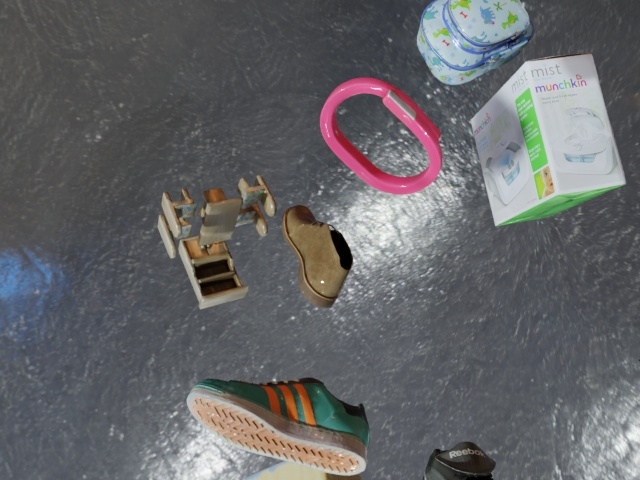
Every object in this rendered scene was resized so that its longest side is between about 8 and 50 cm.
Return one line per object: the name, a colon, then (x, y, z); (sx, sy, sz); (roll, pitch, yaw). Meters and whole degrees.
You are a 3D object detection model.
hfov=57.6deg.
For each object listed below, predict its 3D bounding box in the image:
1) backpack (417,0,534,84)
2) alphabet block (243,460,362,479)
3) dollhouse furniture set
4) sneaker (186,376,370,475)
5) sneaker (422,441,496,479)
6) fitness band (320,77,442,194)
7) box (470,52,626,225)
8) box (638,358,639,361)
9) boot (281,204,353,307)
backpack: (0.174, -0.246, 0.673); (0.114, 0.084, 0.105); (-30, 83, -1)
alphabet block: (-0.017, 0.540, 1.096); (0.192, 0.193, 0.197); (-27, 42, 14)
dollhouse furniture set: (-0.213, 0.009, 1.224); (0.161, 0.212, 0.242); (62, 148, 24)
sneaker: (-0.062, 0.276, 0.946); (0.302, 0.121, 0.108); (23, 129, -9)
sneaker: (0.153, 0.264, 0.598); (0.078, 0.234, 0.106); (8, 78, -6)
fitness band: (0.133, -0.219, 1.253); (0.291, 0.054, 0.209); (42, 136, -18)
box: (0.396, -0.169, 1.049); (0.127, 0.262, 0.231); (-10, 82, -7)
box: (0.802, 0.290, 1.363); (0.067, 0.018, 0.083); (-60, 39, 26)
boot: (0.000, 0.000, 1.213); (0.115, 0.112, 0.305); (-56, 31, 24)
